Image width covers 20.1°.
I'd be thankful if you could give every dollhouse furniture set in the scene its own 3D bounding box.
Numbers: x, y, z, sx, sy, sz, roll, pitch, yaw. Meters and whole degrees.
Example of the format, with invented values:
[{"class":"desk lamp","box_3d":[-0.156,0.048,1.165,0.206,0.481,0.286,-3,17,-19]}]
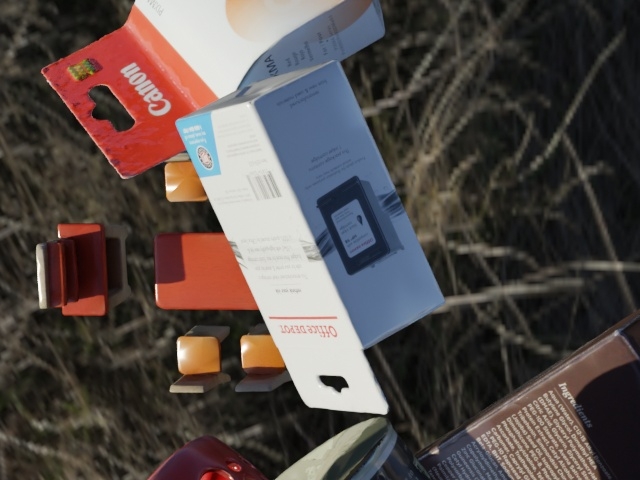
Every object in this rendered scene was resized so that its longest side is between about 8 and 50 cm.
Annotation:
[{"class":"dollhouse furniture set","box_3d":[-0.156,0.032,1.923,0.259,0.135,0.262,-1,96,15]}]

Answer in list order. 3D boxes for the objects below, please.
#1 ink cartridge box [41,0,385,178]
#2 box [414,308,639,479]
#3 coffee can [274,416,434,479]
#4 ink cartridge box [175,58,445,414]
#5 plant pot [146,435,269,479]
[{"class":"ink cartridge box","box_3d":[-0.072,-0.127,1.080,0.179,0.045,0.145,-29,43,-12]},{"class":"box","box_3d":[0.216,0.205,1.739,0.381,0.191,0.143,-40,81,33]},{"class":"coffee can","box_3d":[0.061,0.314,1.481,0.201,0.201,0.275,-40,96,-15]},{"class":"ink cartridge box","box_3d":[0.000,0.000,0.978,0.060,0.104,0.180,-29,101,-25]},{"class":"plant pot","box_3d":[-0.097,0.308,1.694,0.174,0.191,0.191,37,71,18]}]
